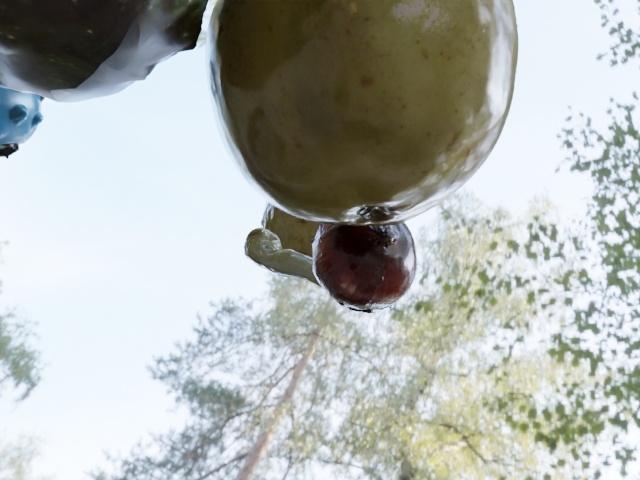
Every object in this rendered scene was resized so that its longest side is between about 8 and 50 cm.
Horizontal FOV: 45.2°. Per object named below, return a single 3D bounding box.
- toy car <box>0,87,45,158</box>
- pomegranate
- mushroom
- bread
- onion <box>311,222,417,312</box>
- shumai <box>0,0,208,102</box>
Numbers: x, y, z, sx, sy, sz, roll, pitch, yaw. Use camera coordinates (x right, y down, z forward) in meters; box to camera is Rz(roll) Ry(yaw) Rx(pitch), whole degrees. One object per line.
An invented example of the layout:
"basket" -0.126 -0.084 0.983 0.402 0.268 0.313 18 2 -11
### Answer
"toy car" -0.625 -0.269 1.412 0.190 0.255 0.188 -22 -109 34
"pomegranate" 0.031 -0.171 0.718 0.319 0.319 0.319 6 -63 12
"mushroom" -0.037 0.033 1.090 0.059 0.202 0.054 30 -94 -44
"bread" 0.000 0.000 1.353 0.244 0.244 0.134 33 -82 -3
"onion" 0.050 0.018 0.879 0.131 0.131 0.131 6 -63 12
"shumai" -0.198 -0.281 0.596 0.397 0.324 0.323 3 -106 27
